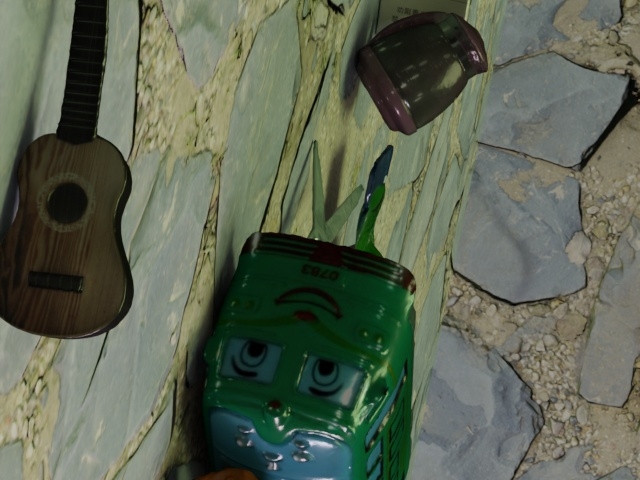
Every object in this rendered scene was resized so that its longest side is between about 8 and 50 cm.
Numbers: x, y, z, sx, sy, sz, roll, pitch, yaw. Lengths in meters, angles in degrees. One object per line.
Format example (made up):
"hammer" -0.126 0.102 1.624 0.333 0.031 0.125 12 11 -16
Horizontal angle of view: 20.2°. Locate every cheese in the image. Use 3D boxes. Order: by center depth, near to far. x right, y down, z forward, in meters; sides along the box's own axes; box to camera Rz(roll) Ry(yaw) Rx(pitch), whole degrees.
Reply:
"cheese" 0.042 0.043 2.139 0.204 0.083 0.320 -50 153 -66

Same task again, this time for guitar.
"guitar" -0.140 -0.077 1.058 0.038 0.083 0.271 43 53 -83

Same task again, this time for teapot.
"teapot" 0.122 -0.202 2.088 0.116 0.146 0.148 60 3 -10

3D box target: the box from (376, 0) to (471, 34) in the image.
"box" 0.133 -0.329 2.131 0.029 0.109 0.198 -57 157 -65

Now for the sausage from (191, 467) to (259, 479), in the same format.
"sausage" -0.098 0.317 1.626 0.113 0.113 0.259 -62 162 -58

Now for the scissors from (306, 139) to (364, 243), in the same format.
"scissors" 0.000 0.000 1.858 0.144 0.017 0.248 45 36 -27

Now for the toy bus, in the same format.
"toy bus" -0.015 0.173 1.710 0.343 0.183 0.199 87 20 -53
